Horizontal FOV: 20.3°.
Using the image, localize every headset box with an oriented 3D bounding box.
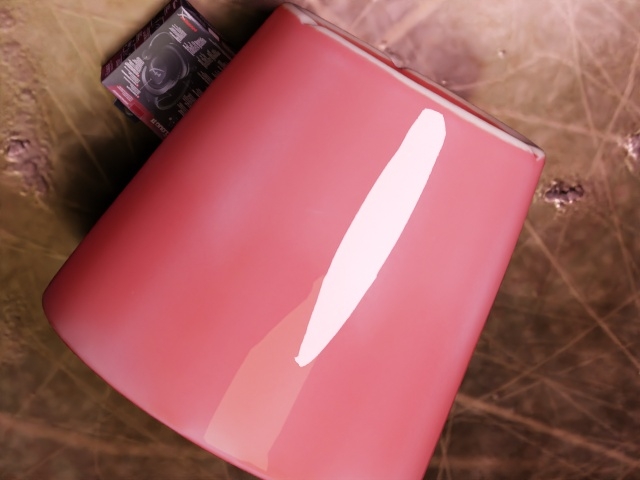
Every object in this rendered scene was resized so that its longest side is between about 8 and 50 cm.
[{"bbox_3d":[-0.100,-0.111,1.184,0.083,0.032,0.062,-42,112,13],"label":"headset box"}]

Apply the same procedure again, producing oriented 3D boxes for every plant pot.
[{"bbox_3d":[0.000,0.000,1.138,0.275,0.275,0.243,27,98,-18],"label":"plant pot"}]
